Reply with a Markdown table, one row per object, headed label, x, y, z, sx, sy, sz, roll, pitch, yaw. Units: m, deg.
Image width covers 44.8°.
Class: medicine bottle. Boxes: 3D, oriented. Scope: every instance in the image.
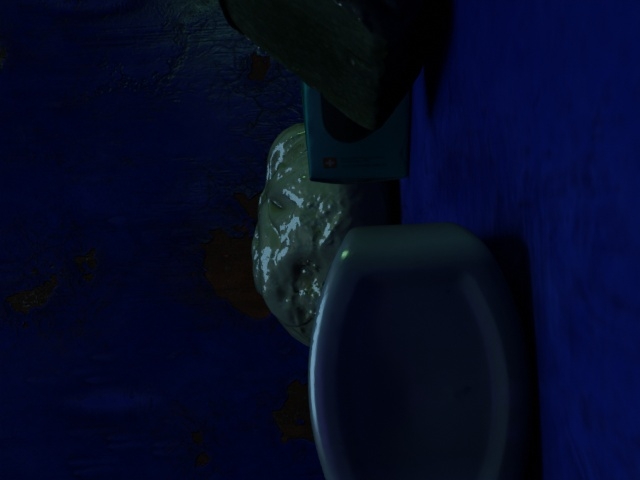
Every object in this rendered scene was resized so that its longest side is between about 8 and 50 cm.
| label | x | y | z | sx | sy | sz | roll | pitch | yaw |
| --- | --- | --- | --- | --- | --- | --- | --- | --- | --- |
| medicine bottle | 0.046 | 0.074 | 0.496 | 0.296 | 0.111 | 0.161 | 28 | -121 | -88 |

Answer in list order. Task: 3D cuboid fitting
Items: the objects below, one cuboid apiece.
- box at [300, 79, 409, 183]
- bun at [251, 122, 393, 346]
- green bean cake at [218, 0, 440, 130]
| label | x | y | z | sx | sy | sz | roll | pitch | yaw |
| --- | --- | --- | --- | --- | --- | --- | --- | --- | --- |
| box | 0.032 | -0.242 | 0.843 | 0.205 | 0.118 | 0.311 | -94 | 0 | -48 |
| bun | 0.000 | 0.000 | 1.148 | 0.360 | 0.211 | 0.359 | -1 | -90 | -90 |
| green bean cake | 0.001 | -0.197 | 0.622 | 0.094 | 0.185 | 0.183 | -53 | -11 | -11 |
